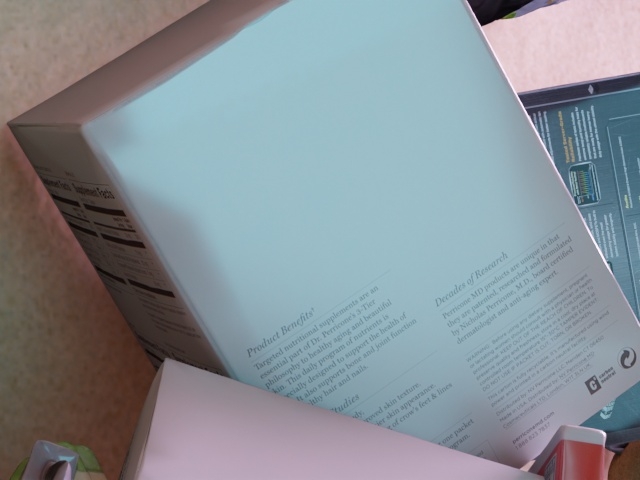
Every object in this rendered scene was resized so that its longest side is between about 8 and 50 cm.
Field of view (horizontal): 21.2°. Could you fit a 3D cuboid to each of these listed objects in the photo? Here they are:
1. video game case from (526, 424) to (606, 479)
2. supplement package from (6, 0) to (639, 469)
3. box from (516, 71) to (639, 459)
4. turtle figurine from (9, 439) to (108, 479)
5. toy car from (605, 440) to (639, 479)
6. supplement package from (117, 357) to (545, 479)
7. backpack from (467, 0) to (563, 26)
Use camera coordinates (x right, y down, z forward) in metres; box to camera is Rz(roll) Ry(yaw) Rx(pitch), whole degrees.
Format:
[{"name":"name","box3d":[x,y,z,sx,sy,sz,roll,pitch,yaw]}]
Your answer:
[{"name":"video game case","box3d":[0.094,0.254,0.822,0.025,0.204,0.285,9,64,-3]},{"name":"supplement package","box3d":[0.000,0.000,0.906,0.199,0.198,0.262,-34,105,-15]},{"name":"box","box3d":[0.171,0.015,1.086,0.183,0.056,0.231,-11,90,-5]},{"name":"turtle figurine","box3d":[-0.202,0.081,0.724,0.198,0.266,0.274,-21,135,-3]},{"name":"toy car","box3d":[0.225,0.182,1.137,0.155,0.149,0.188,-1,57,-38]},{"name":"supplement package","box3d":[-0.016,0.193,0.753,0.194,0.149,0.203,19,108,-6]},{"name":"backpack","box3d":[0.195,-0.294,1.091,0.355,0.273,0.290,-10,84,-47]}]
